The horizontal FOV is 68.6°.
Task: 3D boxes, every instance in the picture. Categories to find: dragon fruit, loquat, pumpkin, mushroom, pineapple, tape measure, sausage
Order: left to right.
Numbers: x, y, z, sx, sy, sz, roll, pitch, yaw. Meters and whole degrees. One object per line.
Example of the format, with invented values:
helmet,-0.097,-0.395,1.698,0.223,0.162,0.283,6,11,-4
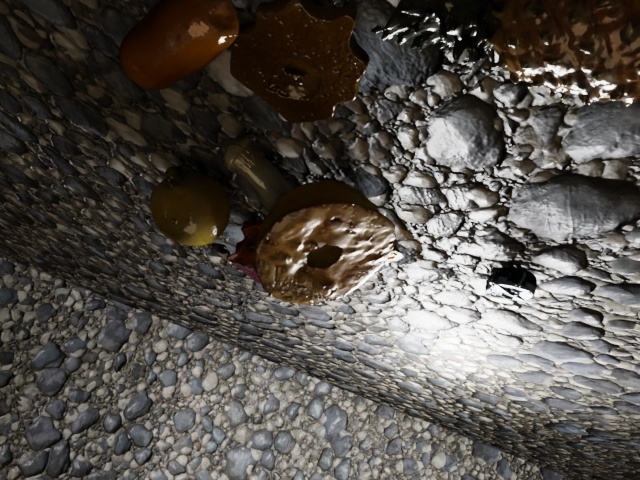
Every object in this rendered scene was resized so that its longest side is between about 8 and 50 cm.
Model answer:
sausage,-0.201,-0.278,0.652,0.238,0.098,0.098,-8,142,42
loquat,-0.280,-0.076,1.004,0.172,0.149,0.204,10,140,26
mushroom,-0.102,-0.110,0.902,0.223,0.081,0.092,47,-174,-46
dragon fruit,-0.102,0.033,1.101,0.282,0.147,0.211,32,164,-10
pumpkin,0.146,0.030,1.050,0.083,0.028,0.050,-8,144,27
tape measure,0.395,0.088,0.969,0.094,0.054,0.091,13,158,16
pineapple,0.193,-0.225,0.465,0.279,0.157,0.157,18,154,26

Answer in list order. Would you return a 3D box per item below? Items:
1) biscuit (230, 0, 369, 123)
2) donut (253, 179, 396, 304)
biscuit,-0.022,-0.252,0.646,0.182,0.034,0.215,34,147,-27
donut,-0.002,0.002,0.906,0.278,0.108,0.277,-11,137,-10
